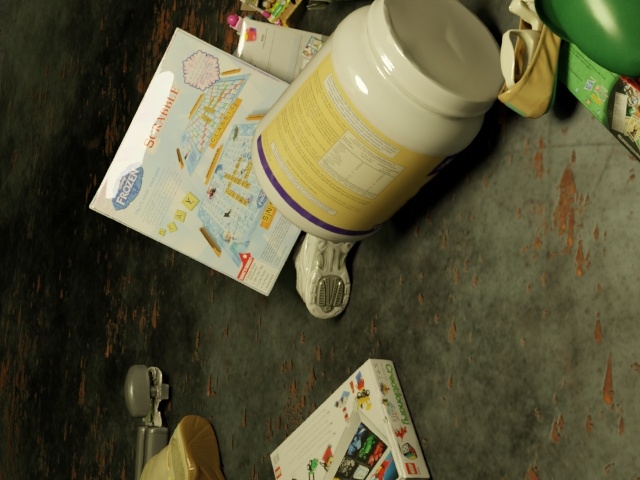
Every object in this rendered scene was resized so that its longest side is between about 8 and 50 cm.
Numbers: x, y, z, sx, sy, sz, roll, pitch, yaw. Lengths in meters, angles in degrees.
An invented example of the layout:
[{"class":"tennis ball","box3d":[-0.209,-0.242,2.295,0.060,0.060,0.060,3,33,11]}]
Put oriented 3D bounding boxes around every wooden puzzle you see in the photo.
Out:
[{"class":"wooden puzzle","box3d":[-0.126,-0.467,2.151,0.078,0.014,0.116,35,113,57]}]

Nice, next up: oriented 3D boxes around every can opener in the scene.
[{"class":"can opener","box3d":[-0.352,0.387,2.245,0.076,0.095,0.283,-8,77,56]}]

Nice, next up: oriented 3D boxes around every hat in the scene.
[{"class":"hat","box3d":[0.323,-0.182,1.214,0.208,0.173,0.183,1,64,22]}]

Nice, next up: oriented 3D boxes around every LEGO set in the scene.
[{"class":"LEGO set","box3d":[-0.072,-0.480,1.952,0.132,0.107,0.287,26,93,45]}]

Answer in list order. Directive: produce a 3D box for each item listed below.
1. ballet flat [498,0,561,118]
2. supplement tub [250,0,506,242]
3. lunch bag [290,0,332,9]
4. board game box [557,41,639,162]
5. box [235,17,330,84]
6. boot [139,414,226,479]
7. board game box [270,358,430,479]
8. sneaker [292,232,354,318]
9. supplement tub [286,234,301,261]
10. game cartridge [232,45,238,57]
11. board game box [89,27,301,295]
[{"class":"ballet flat","box3d":[0.269,-0.269,1.436,0.080,0.073,0.232,152,132,-64]},{"class":"supplement tub","box3d":[0.077,-0.175,1.591,0.331,0.241,0.241,-44,49,43]},{"class":"lunch bag","box3d":[0.045,-0.519,1.750,0.256,0.213,0.305,-174,92,-73]},{"class":"board game box","box3d":[0.376,-0.187,1.342,0.136,0.030,0.259,-63,39,30]},{"class":"box","box3d":[-0.047,-0.270,1.853,0.038,0.186,0.145,-81,2,-83]},{"class":"boot","box3d":[-0.255,0.478,2.084,0.203,0.095,0.262,-47,46,40]},{"class":"board game box","box3d":[0.035,0.339,1.720,0.305,0.053,0.193,-49,46,40]},{"class":"sneaker","box3d":[0.000,0.000,1.810,0.115,0.090,0.232,26,105,58]},{"class":"supplement tub","box3d":[-0.094,-0.053,1.941,0.106,0.106,0.198,-57,42,32]},{"class":"game cartridge","box3d":[-0.158,-0.206,1.984,0.230,0.068,0.355,17,72,52]},{"class":"board game box","box3d":[-0.152,-0.123,1.813,0.318,0.318,0.066,-63,1,3]}]
